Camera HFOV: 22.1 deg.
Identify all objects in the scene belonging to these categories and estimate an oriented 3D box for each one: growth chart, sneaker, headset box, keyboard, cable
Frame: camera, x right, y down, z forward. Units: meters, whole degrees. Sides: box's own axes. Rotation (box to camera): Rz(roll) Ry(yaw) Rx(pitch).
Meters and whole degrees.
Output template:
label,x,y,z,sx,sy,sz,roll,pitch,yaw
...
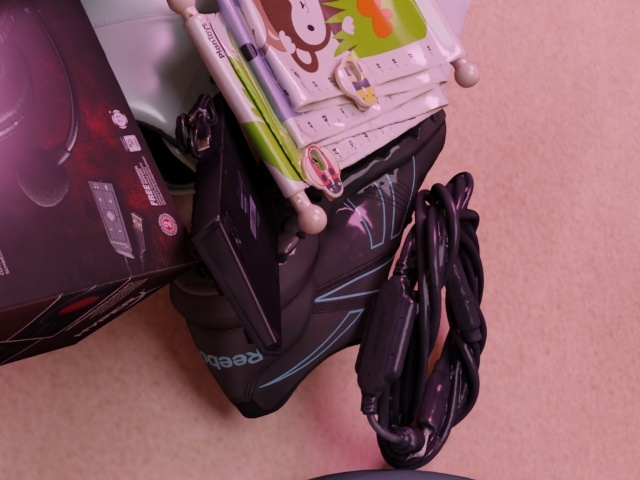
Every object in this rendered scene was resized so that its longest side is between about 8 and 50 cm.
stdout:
label,x,y,z,sx,sy,sz,roll,pitch,yaw
growth chart,0.005,-0.121,0.933,0.172,0.021,0.237,56,40,-5
sneaker,0.000,0.000,0.997,0.267,0.101,0.106,-45,129,-44
headset box,-0.221,-0.040,0.697,0.293,0.110,0.218,-14,75,-52
keyboard,-0.049,-0.023,0.823,0.180,0.023,0.108,-97,165,-66
cable,0.075,0.049,1.000,0.150,0.047,0.184,39,61,-61
sneaker,-0.047,-0.084,0.971,0.256,0.094,0.151,11,63,-27

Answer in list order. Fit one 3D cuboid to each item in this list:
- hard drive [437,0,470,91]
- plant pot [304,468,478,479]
label,x,y,z,sx,sy,sz,roll,pitch,yaw
hard drive,-0.020,-0.247,1.084,0.307,0.040,0.203,36,51,-24
plant pot,0.088,0.254,0.887,0.290,0.195,0.290,15,64,-34
